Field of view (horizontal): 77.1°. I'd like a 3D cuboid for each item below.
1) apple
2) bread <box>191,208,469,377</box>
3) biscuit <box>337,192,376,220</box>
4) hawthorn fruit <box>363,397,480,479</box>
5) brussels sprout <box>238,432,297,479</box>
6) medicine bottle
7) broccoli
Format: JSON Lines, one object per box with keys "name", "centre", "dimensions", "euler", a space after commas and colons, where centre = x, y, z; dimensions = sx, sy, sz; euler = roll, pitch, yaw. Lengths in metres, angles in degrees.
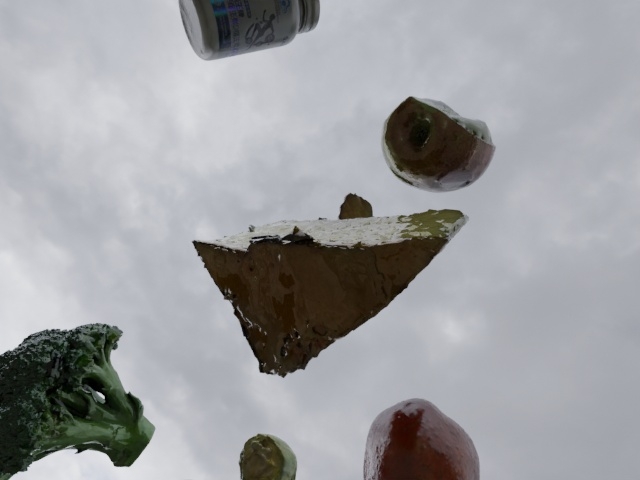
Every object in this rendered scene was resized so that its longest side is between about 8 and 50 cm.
{"name": "apple", "centre": [0.215, -0.177, 0.766], "dimensions": [0.207, 0.188, 0.173], "euler": [26, -62, 40]}
{"name": "bread", "centre": [0.000, 0.000, 0.569], "dimensions": [0.279, 0.248, 0.315], "euler": [48, -60, 18]}
{"name": "biscuit", "centre": [0.114, -0.037, 1.070], "dimensions": [0.183, 0.061, 0.118], "euler": [44, -97, 3]}
{"name": "hawthorn fruit", "centre": [0.106, 0.329, 0.480], "dimensions": [0.165, 0.285, 0.165], "euler": [11, -61, 20]}
{"name": "brussels sprout", "centre": [-0.123, 0.565, 1.007], "dimensions": [0.149, 0.122, 0.151], "euler": [-20, -121, 19]}
{"name": "medicine bottle", "centre": [-0.101, -0.340, 0.597], "dimensions": [0.107, 0.192, 0.107], "euler": [47, -29, 38]}
{"name": "broccoli", "centre": [-0.391, 0.268, 0.615], "dimensions": [0.269, 0.254, 0.269], "euler": [10, -43, 10]}
